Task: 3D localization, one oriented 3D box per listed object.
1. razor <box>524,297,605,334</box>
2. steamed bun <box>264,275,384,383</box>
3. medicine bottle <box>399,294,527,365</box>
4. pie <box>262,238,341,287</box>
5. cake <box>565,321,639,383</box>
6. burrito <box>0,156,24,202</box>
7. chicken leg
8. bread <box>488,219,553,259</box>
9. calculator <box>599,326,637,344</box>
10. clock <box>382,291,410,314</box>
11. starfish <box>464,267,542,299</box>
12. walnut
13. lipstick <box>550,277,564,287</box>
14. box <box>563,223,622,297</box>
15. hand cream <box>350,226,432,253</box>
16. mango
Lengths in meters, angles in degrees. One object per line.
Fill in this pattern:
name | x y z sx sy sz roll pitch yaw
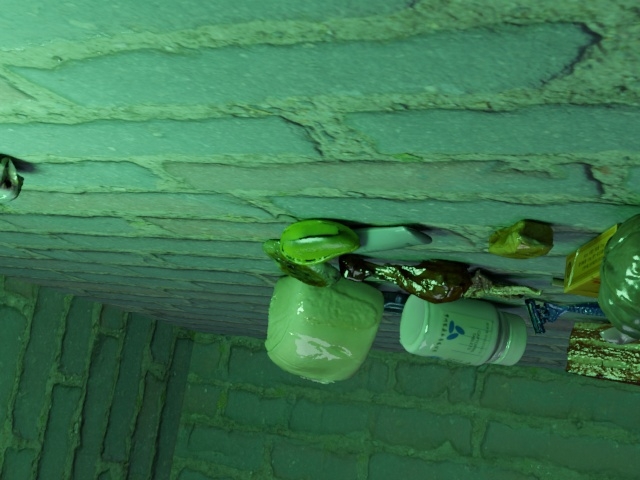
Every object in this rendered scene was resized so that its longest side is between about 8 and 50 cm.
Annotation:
razor | 0.632 0.161 2.085 0.324 0.093 0.056 -7 -159 42
steamed bun | 0.011 0.226 2.308 0.290 0.272 0.273 7 168 -11
medicine bottle | 0.360 0.225 2.283 0.293 0.170 0.170 12 168 -20
pie | -0.044 0.051 1.978 0.187 0.041 0.187 24 165 7
cake | 0.781 0.289 2.315 0.262 0.158 0.159 2 166 38
burrito | -0.642 -0.118 1.585 0.229 0.089 0.144 14 170 -15
chicken leg | 0.175 0.076 1.932 0.304 0.093 0.113 8 -178 26
bread | 0.335 0.003 1.519 0.074 0.053 0.132 12 170 -14
calculator | 0.648 0.122 1.606 0.294 0.043 0.194 -15 167 -29
clock | 0.203 0.167 2.420 0.108 0.045 0.147 12 167 -19
starfish | 0.351 0.106 2.015 0.295 0.048 0.231 5 168 20
walnut | 0.513 0.056 1.296 0.224 0.224 0.224 8 168 2
lipstick | 0.530 0.094 1.897 0.094 0.019 0.019 9 168 -2
box | 0.535 0.047 1.535 0.174 0.076 0.274 10 168 1
hand cream | 0.091 -0.001 1.702 0.255 0.048 0.079 -6 164 44
mango | 0.000 0.000 1.698 0.165 0.074 0.091 -4 137 26
